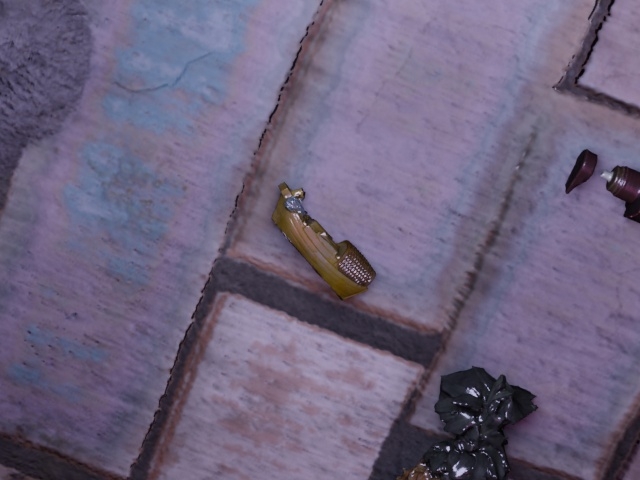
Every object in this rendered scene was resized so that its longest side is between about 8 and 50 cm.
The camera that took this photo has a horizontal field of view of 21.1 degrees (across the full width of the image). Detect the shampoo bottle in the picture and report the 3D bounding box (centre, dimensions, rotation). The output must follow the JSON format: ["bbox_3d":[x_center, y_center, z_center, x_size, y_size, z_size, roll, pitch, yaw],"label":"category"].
[{"bbox_3d":[0.367,-0.031,1.748,0.236,0.067,0.068,24,97,-6],"label":"shampoo bottle"}]

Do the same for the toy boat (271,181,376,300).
[{"bbox_3d":[0.000,0.000,1.801,0.049,0.047,0.149,-39,111,6],"label":"toy boat"}]

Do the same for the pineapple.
[{"bbox_3d":[0.150,0.245,1.884,0.119,0.111,0.237,16,111,-40],"label":"pineapple"}]
